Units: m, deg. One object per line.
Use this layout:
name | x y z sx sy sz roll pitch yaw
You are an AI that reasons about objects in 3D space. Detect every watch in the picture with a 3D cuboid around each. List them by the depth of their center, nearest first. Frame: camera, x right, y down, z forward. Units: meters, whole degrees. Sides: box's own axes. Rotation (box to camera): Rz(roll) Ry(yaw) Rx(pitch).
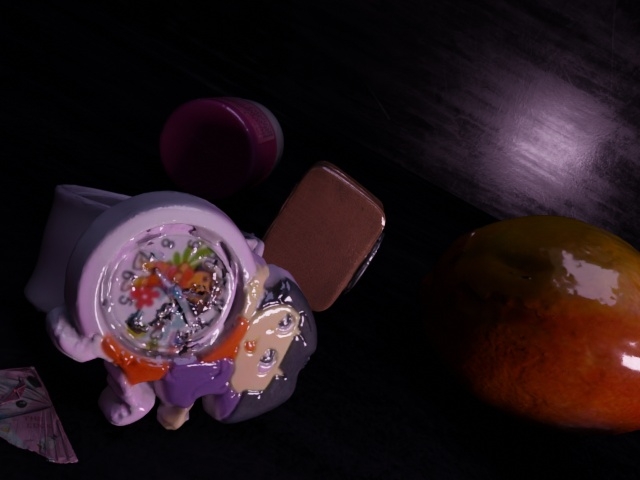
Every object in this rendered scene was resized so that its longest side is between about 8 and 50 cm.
watch | -0.144 0.051 0.512 0.244 0.196 0.231 16 2 -33

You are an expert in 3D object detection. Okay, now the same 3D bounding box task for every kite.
kite | -0.237 0.134 0.370 0.137 0.005 0.152 24 21 -10

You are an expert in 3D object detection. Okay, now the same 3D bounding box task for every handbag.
handbag | 0.000 0.000 0.746 0.151 0.193 0.072 34 15 -5

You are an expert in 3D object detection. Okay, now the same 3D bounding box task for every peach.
peach | 0.323 0.113 0.752 0.372 0.290 0.373 21 19 -8

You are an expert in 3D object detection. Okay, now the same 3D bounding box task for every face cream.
face cream | -0.170 -0.171 0.960 0.175 0.175 0.195 30 21 3
